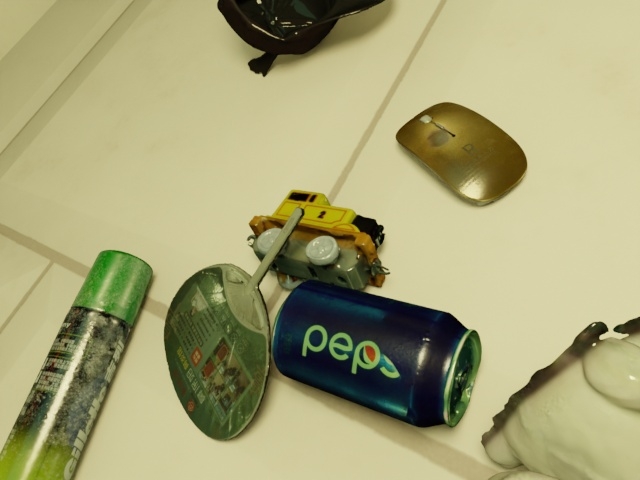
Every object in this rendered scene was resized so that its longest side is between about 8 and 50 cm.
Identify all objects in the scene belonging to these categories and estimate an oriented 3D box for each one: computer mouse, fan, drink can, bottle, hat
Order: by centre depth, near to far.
[{"bbox_3d":[0.054,0.114,0.510,0.205,0.118,0.118,10,64,33],"label":"drink can"},{"bbox_3d":[-0.105,0.119,0.590,0.294,0.012,0.223,-29,61,34],"label":"fan"},{"bbox_3d":[0.182,-0.126,0.651,0.102,0.045,0.199,-35,51,-1],"label":"computer mouse"},{"bbox_3d":[-0.336,0.173,0.682,0.093,0.093,0.329,-1,59,26],"label":"bottle"},{"bbox_3d":[-0.030,-0.445,0.918,0.337,0.209,0.238,1,79,7],"label":"hat"}]

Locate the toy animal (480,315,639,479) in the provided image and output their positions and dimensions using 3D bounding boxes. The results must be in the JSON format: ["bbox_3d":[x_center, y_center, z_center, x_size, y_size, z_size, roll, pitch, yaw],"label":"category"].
[{"bbox_3d":[0.260,0.179,0.326,0.249,0.174,0.289,-48,50,-7],"label":"toy animal"}]

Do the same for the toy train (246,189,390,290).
[{"bbox_3d":[0.000,0.000,0.633,0.220,0.089,0.127,10,54,33],"label":"toy train"}]
